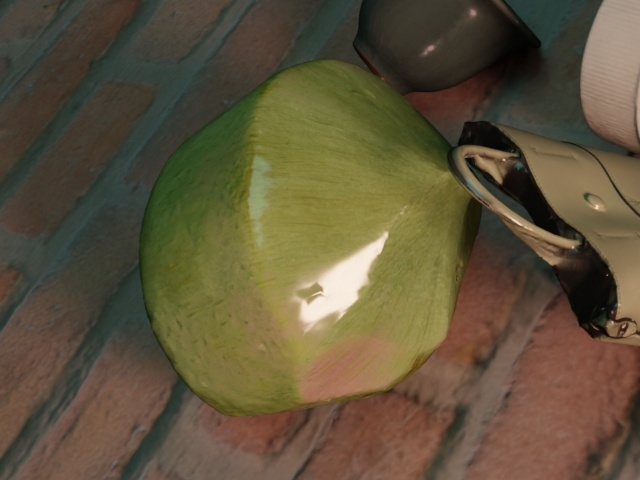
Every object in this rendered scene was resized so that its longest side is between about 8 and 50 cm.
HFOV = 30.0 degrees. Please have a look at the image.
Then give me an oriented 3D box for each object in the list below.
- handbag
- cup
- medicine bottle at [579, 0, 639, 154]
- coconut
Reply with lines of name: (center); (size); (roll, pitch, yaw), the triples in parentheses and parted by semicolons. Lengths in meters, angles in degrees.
handbag: (0.211, 0.004, 0.908); (0.109, 0.315, 0.241); (-61, 35, 28)
cup: (0.114, -0.230, 1.266); (0.150, 0.199, 0.199); (-43, 42, 14)
medicine bottle: (0.401, -0.130, 0.995); (0.332, 0.190, 0.190); (22, 64, 39)
coconut: (0.000, 0.000, 1.031); (0.328, 0.281, 0.328); (-33, 8, 5)
